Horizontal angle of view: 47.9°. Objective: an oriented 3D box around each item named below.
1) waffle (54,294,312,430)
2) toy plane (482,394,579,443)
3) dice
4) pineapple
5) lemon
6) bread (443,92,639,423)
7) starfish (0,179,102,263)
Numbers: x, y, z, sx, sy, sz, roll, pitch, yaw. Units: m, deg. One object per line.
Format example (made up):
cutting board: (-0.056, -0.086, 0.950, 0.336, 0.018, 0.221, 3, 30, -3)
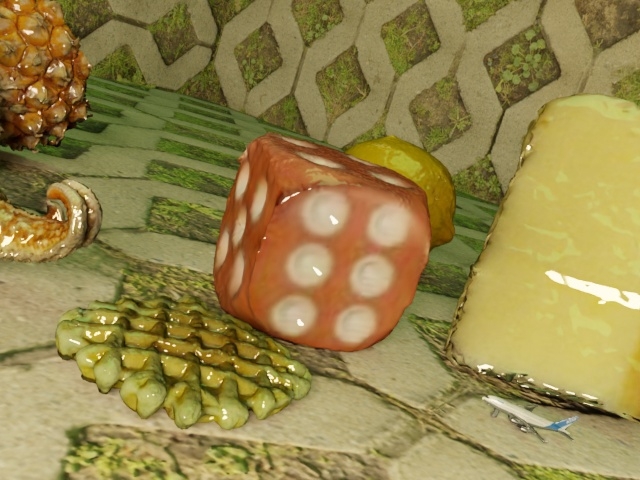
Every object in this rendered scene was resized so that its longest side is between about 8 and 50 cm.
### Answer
waffle: (-0.098, 0.085, 0.540, 0.169, 0.036, 0.183, 25, 15, 26)
toy plane: (0.184, 0.157, 0.639, 0.085, 0.024, 0.078, 13, 12, 8)
dice: (0.000, 0.000, 0.723, 0.174, 0.174, 0.179, 13, 12, -23)
pineapple: (-0.445, -0.177, 0.899, 0.263, 0.262, 0.271, 16, 32, -5)
lemon: (0.101, -0.060, 1.096, 0.231, 0.192, 0.192, 31, 17, 24)
bread: (0.295, 0.008, 0.778, 0.249, 0.315, 0.279, 13, 20, 23)
starfish: (-0.339, -0.037, 0.587, 0.303, 0.112, 0.312, 27, 18, 35)
